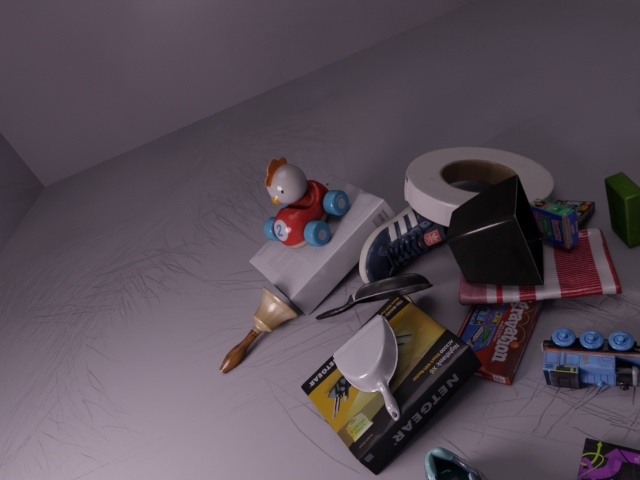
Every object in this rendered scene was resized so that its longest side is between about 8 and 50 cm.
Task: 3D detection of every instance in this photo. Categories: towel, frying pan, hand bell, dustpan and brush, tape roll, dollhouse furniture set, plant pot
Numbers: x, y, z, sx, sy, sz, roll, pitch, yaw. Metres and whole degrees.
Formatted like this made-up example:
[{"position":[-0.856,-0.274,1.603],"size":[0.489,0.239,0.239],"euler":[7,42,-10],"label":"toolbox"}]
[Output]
[{"position":[0.493,0.058,1.257],"size":[0.329,0.037,0.237],"euler":[-7,31,21],"label":"towel"},{"position":[0.141,0.138,1.366],"size":[0.198,0.053,0.326],"euler":[-5,-14,-31],"label":"frying pan"},{"position":[-0.181,0.256,1.446],"size":[0.242,0.126,0.126],"euler":[-50,39,-11],"label":"hand bell"},{"position":[0.110,0.265,1.078],"size":[0.147,0.060,0.211],"euler":[-43,27,15],"label":"dustpan and brush"},{"position":[0.427,-0.150,1.483],"size":[0.393,0.071,0.392],"euler":[-2,33,1],"label":"tape roll"},{"position":[0.771,-0.034,1.132],"size":[0.198,0.151,0.301],"euler":[-20,34,9],"label":"dollhouse furniture set"},{"position":[0.392,-0.007,1.226],"size":[0.167,0.188,0.187],"euler":[-17,27,31],"label":"plant pot"}]

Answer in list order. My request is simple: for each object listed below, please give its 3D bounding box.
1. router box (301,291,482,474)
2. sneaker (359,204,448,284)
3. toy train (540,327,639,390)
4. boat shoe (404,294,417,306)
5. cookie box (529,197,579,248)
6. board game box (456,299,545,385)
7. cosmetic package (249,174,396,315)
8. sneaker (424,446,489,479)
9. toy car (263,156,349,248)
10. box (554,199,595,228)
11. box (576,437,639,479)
[{"position":[0.140,0.286,1.138],"size":[0.309,0.081,0.243],"euler":[-44,36,-7],"label":"router box"},{"position":[0.251,-0.002,1.453],"size":[0.350,0.131,0.148],"euler":[-44,33,-26],"label":"sneaker"},{"position":[0.512,0.227,1.022],"size":[0.184,0.080,0.105],"euler":[-1,50,30],"label":"toy train"},{"position":[0.225,0.193,1.283],"size":[0.049,0.056,0.152],"euler":[-38,33,8],"label":"boat shoe"},{"position":[0.543,-0.041,1.266],"size":[0.040,0.091,0.107],"euler":[-32,31,-18],"label":"cookie box"},{"position":[0.394,0.185,1.199],"size":[0.145,0.027,0.281],"euler":[7,45,38],"label":"board game box"},{"position":[0.000,0.000,1.585],"size":[0.377,0.097,0.284],"euler":[-47,39,-6],"label":"cosmetic package"},{"position":[0.258,0.441,0.854],"size":[0.110,0.122,0.283],"euler":[-38,35,-16],"label":"sneaker"},{"position":[-0.089,-0.119,1.508],"size":[0.219,0.238,0.210],"euler":[7,58,47],"label":"toy car"},{"position":[0.614,-0.064,1.354],"size":[0.094,0.027,0.137],"euler":[9,30,42],"label":"box"},{"position":[0.467,0.401,0.854],"size":[0.116,0.029,0.162],"euler":[3,44,36],"label":"box"}]
